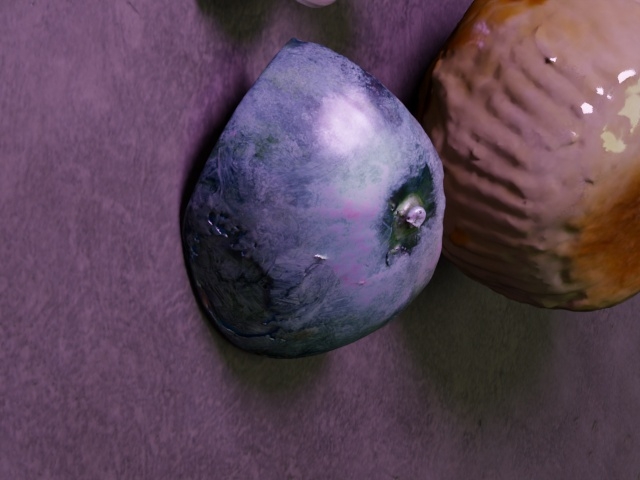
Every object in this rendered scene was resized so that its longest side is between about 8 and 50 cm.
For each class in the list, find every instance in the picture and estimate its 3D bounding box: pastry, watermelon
[{"bbox_3d":[0.264,-0.125,2.004,0.388,0.312,0.388,-25,140,-24],"label":"pastry"},{"bbox_3d":[0.006,0.000,1.729,0.188,0.175,0.322,-58,141,-38],"label":"watermelon"}]

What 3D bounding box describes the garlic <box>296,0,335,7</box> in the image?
[{"bbox_3d":[-0.019,-0.274,1.704,0.194,0.127,0.131,-49,134,-70],"label":"garlic"}]
